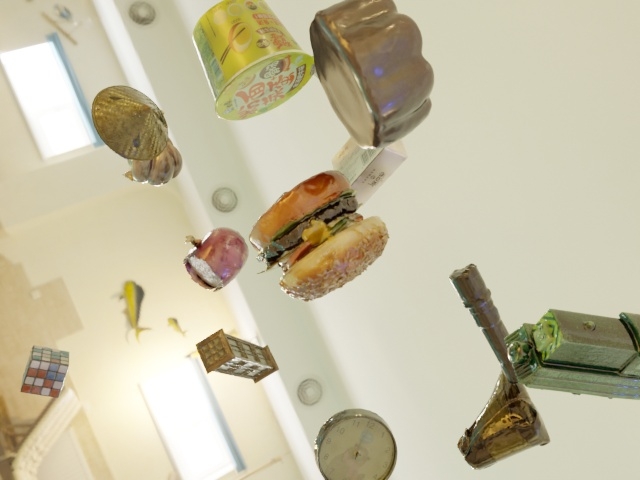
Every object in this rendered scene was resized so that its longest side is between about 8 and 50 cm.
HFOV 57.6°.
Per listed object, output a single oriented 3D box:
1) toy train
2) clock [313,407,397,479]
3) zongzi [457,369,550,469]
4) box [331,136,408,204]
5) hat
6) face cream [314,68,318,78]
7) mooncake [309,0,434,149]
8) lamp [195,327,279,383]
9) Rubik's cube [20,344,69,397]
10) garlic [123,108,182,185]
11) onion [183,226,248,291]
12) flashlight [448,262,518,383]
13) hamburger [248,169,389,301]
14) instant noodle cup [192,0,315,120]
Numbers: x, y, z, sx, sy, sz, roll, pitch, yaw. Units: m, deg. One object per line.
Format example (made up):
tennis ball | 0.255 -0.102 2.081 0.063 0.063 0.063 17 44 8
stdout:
toy train | 0.556 0.224 1.198 0.139 0.330 0.178 -93 -163 -45
clock | 0.119 0.695 1.913 0.055 0.280 0.281 -158 -134 -82
zongzi | 0.573 0.575 1.956 0.154 0.289 0.318 49 19 -37
box | 0.161 -0.279 1.981 0.260 0.111 0.195 -49 -142 38
hat | -0.312 -0.216 1.006 0.067 0.146 0.146 -22 -89 42
face cream | 0.101 -0.466 1.794 0.291 0.144 0.071 40 -61 14
mooncake | 0.097 -0.325 1.126 0.306 0.154 0.306 57 -8 13
lamp | -0.220 0.323 1.602 0.089 0.090 0.325 60 5 24
Rubik's cube | -0.698 0.332 1.478 0.092 0.092 0.092 29 -80 63
garlic | -0.396 -0.220 1.408 0.127 0.131 0.194 41 -63 41
onion | -0.306 0.047 1.758 0.201 0.200 0.207 56 -30 26
flashlight | 0.546 0.271 1.853 0.424 0.103 0.103 60 -20 -6
hamburger | 0.000 0.000 1.267 0.225 0.291 0.291 56 -22 9
instant noodle cup | -0.195 -0.508 1.599 0.222 0.311 0.311 62 -21 9
